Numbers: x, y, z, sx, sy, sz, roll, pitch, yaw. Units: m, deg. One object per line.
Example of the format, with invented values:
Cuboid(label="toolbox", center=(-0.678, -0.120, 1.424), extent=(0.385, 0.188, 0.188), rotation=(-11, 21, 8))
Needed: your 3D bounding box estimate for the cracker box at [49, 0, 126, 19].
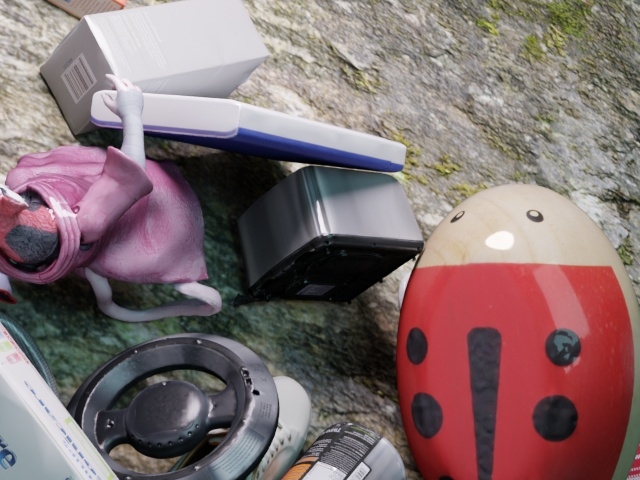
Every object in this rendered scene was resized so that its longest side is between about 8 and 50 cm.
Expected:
Cuboid(label="cracker box", center=(-0.332, -0.379, 1.633), extent=(0.232, 0.067, 0.155), rotation=(27, 51, -23))

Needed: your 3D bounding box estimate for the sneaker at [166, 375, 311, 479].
Cuboid(label="sneaker", center=(-0.080, 0.231, 1.444), extent=(0.106, 0.123, 0.290), rotation=(50, 44, -2))

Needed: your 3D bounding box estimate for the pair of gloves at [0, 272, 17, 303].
Cuboid(label="pair of gloves", center=(-0.383, -0.012, 1.368), extent=(0.198, 0.023, 0.159), rotation=(26, 24, -31))

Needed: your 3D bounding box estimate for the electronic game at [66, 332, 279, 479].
Cuboid(label="electronic game", center=(-0.155, 0.183, 1.373), extent=(0.048, 0.229, 0.229), rotation=(76, 28, -43))

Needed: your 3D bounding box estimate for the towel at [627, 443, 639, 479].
Cuboid(label="towel", center=(0.407, 0.323, 1.838), extent=(0.199, 0.031, 0.274), rotation=(-2, 65, -37))

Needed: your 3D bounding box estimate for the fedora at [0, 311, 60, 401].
Cuboid(label="fedora", center=(-0.349, 0.138, 1.281), extent=(0.244, 0.124, 0.275), rotation=(-26, 83, -44))

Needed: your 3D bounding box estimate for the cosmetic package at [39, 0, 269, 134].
Cuboid(label="cosmetic package", center=(-0.193, -0.213, 1.607), extent=(0.238, 0.127, 0.107), rotation=(-22, 80, -45))

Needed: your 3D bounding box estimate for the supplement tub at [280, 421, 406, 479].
Cuboid(label="supplement tub", center=(0.003, 0.296, 1.474), extent=(0.117, 0.117, 0.190), rotation=(50, 46, -4))

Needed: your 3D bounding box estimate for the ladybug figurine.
Cuboid(label="ladybug figurine", center=(0.220, 0.156, 1.570), extent=(0.162, 0.305, 0.449), rotation=(0, 85, -64))

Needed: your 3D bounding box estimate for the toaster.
Cuboid(label="toaster", center=(0.000, 0.000, 1.610), extent=(0.186, 0.168, 0.110), rotation=(4, 61, -38))

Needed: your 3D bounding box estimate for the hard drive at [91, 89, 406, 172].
Cuboid(label="hard drive", center=(-0.075, -0.121, 1.541), extent=(0.319, 0.210, 0.040), rotation=(7, 91, -55))

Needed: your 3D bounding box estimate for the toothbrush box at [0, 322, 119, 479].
Cuboid(label="toothbrush box", center=(-0.343, 0.223, 1.134), extent=(0.283, 0.122, 0.206), rotation=(-38, 91, -1))

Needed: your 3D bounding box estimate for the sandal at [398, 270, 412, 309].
Cuboid(label="sandal", center=(0.186, 0.152, 1.729), extent=(0.102, 0.076, 0.265), rotation=(-4, 68, -40))

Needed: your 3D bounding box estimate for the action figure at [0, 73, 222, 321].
Cuboid(label="action figure", center=(-0.266, -0.009, 1.334), extent=(0.370, 0.248, 0.275), rotation=(-42, 120, -77))
